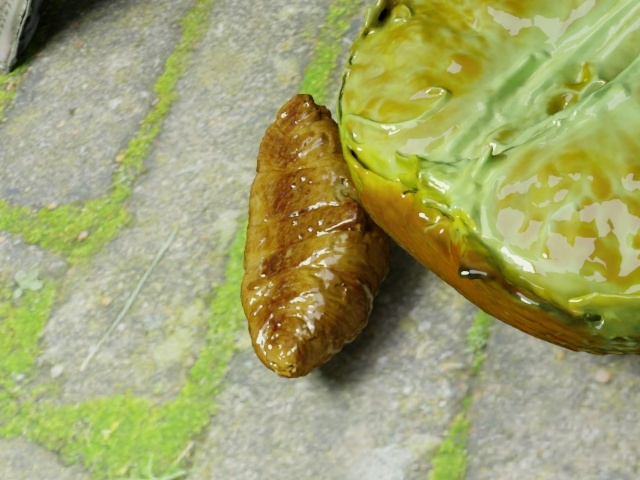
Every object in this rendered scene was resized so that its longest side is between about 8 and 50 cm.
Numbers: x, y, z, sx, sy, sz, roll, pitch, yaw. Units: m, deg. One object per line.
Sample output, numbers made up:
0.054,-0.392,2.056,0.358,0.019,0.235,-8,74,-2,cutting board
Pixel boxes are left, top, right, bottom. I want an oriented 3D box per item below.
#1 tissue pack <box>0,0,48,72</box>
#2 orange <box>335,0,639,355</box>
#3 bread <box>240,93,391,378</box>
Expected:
-0.239,-0.360,1.404,0.122,0.259,0.361,22,52,-10,tissue pack
0.173,-0.064,0.956,0.335,0.196,0.262,28,85,49,orange
0.000,0.000,1.073,0.105,0.076,0.233,-21,50,26,bread
